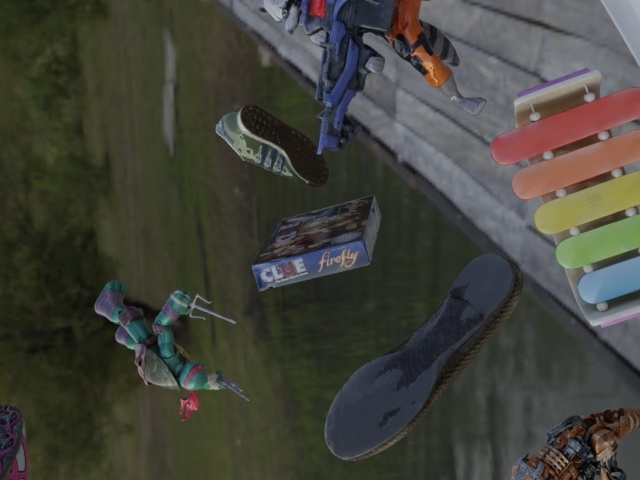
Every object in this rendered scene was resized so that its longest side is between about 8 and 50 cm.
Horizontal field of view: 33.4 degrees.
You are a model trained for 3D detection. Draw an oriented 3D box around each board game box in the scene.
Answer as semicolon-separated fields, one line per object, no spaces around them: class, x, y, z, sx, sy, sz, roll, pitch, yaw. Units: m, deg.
board game box;0.000;0.000;1.591;0.243;0.165;0.042;-69;-37;-72

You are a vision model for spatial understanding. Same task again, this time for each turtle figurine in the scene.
turtle figurine;-0.205;0.145;1.463;0.234;0.118;0.175;27;136;34

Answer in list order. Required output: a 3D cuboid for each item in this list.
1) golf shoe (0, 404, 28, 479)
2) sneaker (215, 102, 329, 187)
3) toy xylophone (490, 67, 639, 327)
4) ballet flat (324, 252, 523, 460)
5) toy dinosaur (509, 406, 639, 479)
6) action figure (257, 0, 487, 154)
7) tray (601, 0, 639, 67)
golf shoe;-0.301;0.240;0.976;0.086;0.067;0.186;71;-166;-48
sneaker;-0.077;-0.140;1.616;0.086;0.192;0.064;-9;55;45
toy xylophone;0.370;-0.066;1.351;0.322;0.236;0.081;63;-175;3
ballet flat;0.103;0.116;1.023;0.084;0.250;0.058;41;180;35
toy dinosaur;0.482;0.391;1.902;0.164;0.322;0.218;-116;11;-63
action figure;0.068;-0.267;1.437;0.178;0.330;0.341;-162;89;-73
tray;0.408;-0.327;1.295;0.270;0.145;0.030;57;-150;-9
